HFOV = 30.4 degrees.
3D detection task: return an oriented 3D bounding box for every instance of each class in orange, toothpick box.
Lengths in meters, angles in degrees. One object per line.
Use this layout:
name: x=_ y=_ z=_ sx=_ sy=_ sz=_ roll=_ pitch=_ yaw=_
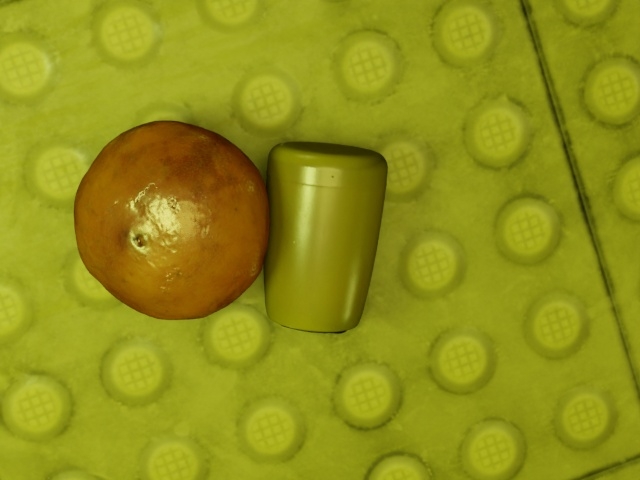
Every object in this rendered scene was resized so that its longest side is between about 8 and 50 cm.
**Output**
orange: x=-0.207 y=-0.025 z=1.642 sx=0.283 sy=0.226 sz=0.284 roll=4 pitch=103 yaw=19
toothpick box: x=0.000 y=0.000 z=1.712 sx=0.174 sy=0.175 sz=0.272 roll=4 pitch=100 yaw=-8
